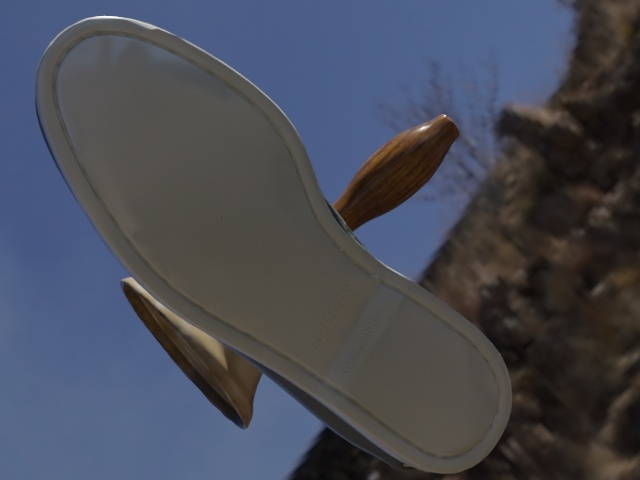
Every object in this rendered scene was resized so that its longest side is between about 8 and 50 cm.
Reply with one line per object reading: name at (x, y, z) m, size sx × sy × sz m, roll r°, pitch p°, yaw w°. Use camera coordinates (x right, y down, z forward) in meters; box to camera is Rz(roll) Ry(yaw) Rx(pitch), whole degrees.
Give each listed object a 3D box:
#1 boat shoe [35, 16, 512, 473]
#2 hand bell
boat shoe at (-0.035, 0.010, 0.890) m, size 0.116 × 0.319 × 0.099 m, roll -53°, pitch 19°, yaw -15°
hand bell at (0.000, 0.000, 1.105) m, size 0.242 × 0.126 × 0.126 m, roll -40°, pitch -20°, yaw -13°
